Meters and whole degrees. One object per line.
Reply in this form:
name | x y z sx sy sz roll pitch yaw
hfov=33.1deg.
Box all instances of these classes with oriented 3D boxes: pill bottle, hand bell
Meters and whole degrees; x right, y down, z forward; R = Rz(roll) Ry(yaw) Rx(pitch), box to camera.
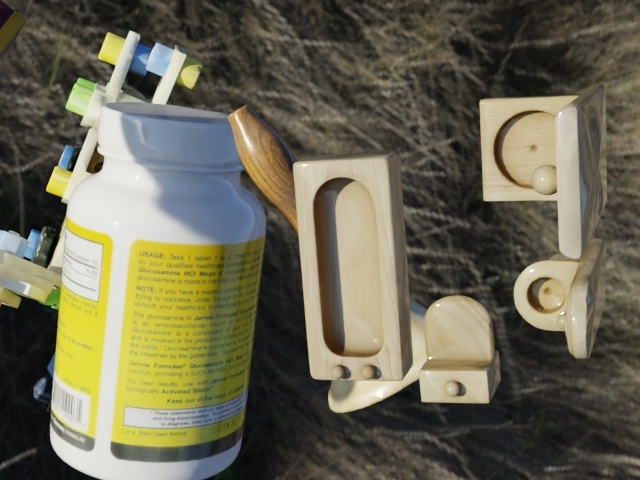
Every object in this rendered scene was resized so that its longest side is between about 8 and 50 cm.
pill bottle | -0.150 0.044 1.022 0.187 0.334 0.188 7 12 -2
hand bell | 0.000 0.000 0.851 0.126 0.126 0.242 -39 101 -47

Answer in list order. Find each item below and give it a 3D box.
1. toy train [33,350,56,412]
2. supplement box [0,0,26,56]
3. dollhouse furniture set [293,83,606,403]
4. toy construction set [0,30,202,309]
toy train | -0.234 0.178 1.241 0.184 0.105 0.080 26 3 -26
supplement box | -0.528 -0.258 1.406 0.194 0.129 0.191 37 63 -17
dollhouse furniture set | 0.049 0.010 0.489 0.151 0.144 0.123 -1 11 19
toy construction set | -0.242 -0.049 1.108 0.151 0.215 0.328 36 75 -12
